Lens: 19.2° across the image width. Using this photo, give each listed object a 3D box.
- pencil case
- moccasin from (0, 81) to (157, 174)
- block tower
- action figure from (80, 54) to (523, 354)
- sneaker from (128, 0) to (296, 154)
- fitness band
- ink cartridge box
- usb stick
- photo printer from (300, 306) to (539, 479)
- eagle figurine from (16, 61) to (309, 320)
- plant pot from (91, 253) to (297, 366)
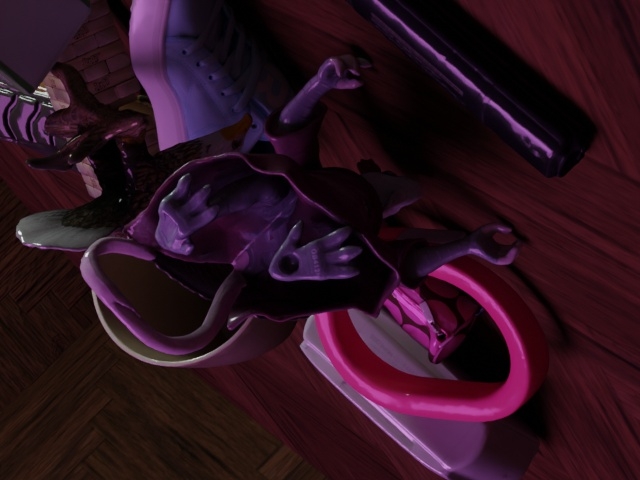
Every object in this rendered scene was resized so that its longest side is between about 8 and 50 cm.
[{"bbox_3d":[0.077,0.037,2.048,0.209,0.095,0.098,41,-157,10],"label":"pencil case"},{"bbox_3d":[-0.281,-0.149,2.480,0.380,0.147,0.139,16,124,28],"label":"moccasin"},{"bbox_3d":[-0.264,-0.154,2.291,0.091,0.097,0.335,21,133,62],"label":"block tower"},{"bbox_3d":[0.000,0.000,1.725,0.248,0.276,0.370,52,-164,4],"label":"action figure"},{"bbox_3d":[-0.092,-0.174,1.904,0.150,0.135,0.366,11,154,12],"label":"sneaker"},{"bbox_3d":[0.105,0.089,1.950,0.291,0.054,0.209,2,119,44],"label":"fitness band"},{"bbox_3d":[-0.393,-0.273,1.864,0.278,0.117,0.201,26,170,42],"label":"ink cartridge box"},{"bbox_3d":[0.095,-0.150,1.465,0.278,0.045,0.077,42,175,12],"label":"usb stick"},{"bbox_3d":[0.127,0.184,2.214,0.256,0.107,0.307,41,-178,22],"label":"photo printer"},{"bbox_3d":[-0.134,-0.032,1.851,0.298,0.225,0.226,51,-150,-38],"label":"eagle figurine"},{"bbox_3d":[-0.135,0.066,2.582,0.256,0.256,0.274,39,-176,25],"label":"plant pot"}]
